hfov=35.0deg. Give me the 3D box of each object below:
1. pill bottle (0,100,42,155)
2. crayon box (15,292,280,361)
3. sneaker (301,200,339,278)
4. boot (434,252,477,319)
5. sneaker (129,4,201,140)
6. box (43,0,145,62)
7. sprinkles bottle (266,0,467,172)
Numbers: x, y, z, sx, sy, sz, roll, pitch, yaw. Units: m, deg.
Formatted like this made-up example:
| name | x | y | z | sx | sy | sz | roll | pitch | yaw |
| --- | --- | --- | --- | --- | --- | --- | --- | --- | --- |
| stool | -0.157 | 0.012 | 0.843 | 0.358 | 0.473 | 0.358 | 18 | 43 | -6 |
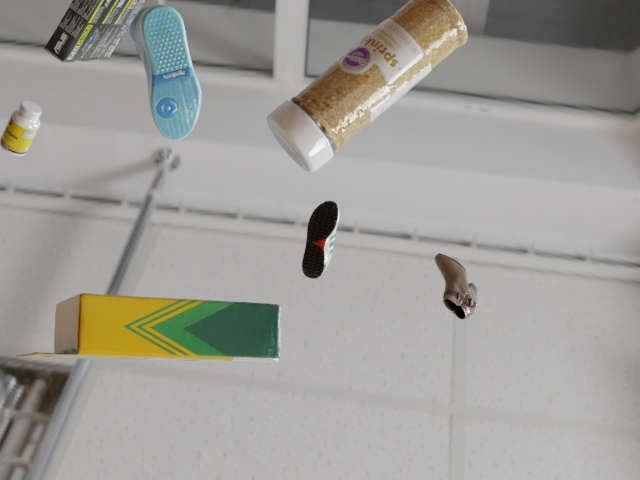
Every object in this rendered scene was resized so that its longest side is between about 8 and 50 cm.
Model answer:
| name | x | y | z | sx | sy | sz | roll | pitch | yaw |
| --- | --- | --- | --- | --- | --- | --- | --- | --- | --- |
| pill bottle | -0.659 | -0.249 | 2.241 | 0.065 | 0.116 | 0.065 | 27 | -153 | -15 |
| crayon box | -0.239 | 0.124 | 1.391 | 0.323 | 0.083 | 0.203 | 4 | 172 | -23 |
| sneaker | 0.000 | 0.000 | 2.032 | 0.057 | 0.161 | 0.075 | 12 | 174 | 6 |
| boot | 0.242 | 0.087 | 1.856 | 0.118 | 0.042 | 0.087 | 42 | -139 | -2 |
| sneaker | -0.372 | -0.410 | 2.421 | 0.127 | 0.319 | 0.208 | -10 | -159 | -18 |
| box | -0.334 | -0.368 | 1.590 | 0.045 | 0.191 | 0.184 | 37 | -164 | 4 |
| sprinkles bottle | 0.079 | -0.267 | 1.686 | 0.355 | 0.121 | 0.121 | -41 | -129 | -8 |
